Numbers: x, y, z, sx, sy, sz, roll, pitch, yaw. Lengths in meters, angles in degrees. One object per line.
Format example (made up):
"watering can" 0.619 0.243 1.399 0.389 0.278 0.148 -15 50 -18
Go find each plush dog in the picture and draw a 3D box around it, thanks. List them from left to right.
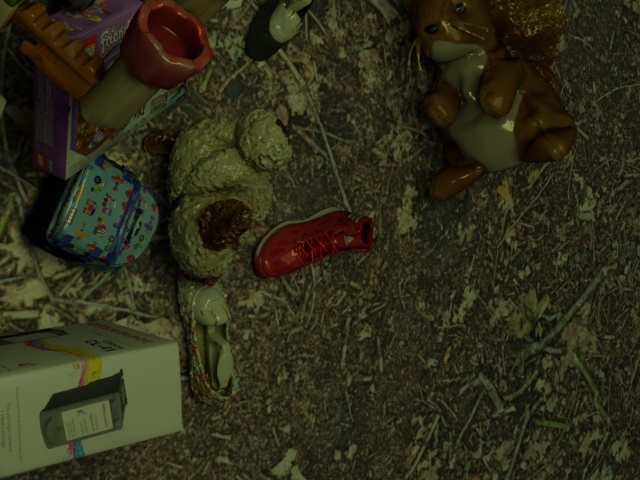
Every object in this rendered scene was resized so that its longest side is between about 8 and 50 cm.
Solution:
"plush dog" -0.163 -0.054 1.316 0.211 0.262 0.225 7 63 -11

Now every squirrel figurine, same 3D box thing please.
"squirrel figurine" 0.311 -0.338 1.704 0.370 0.281 0.397 59 44 -15

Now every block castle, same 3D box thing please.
"block castle" -0.274 -0.371 0.946 0.453 0.213 0.303 42 41 -16

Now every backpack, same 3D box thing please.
"backpack" -0.303 -0.032 1.259 0.173 0.117 0.158 33 73 -40

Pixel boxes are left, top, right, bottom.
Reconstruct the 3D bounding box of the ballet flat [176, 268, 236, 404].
"ballet flat" -0.169 0.146 1.412 0.091 0.077 0.240 -16 103 -38

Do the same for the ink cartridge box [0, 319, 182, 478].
"ink cartridge box" -0.366 0.196 1.150 0.306 0.226 0.131 -8 100 -41

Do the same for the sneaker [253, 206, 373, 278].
"sneaker" 0.000 0.000 1.509 0.221 0.128 0.087 -34 113 -35

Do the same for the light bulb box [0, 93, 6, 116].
"light bulb box" -0.554 -0.071 0.874 0.361 0.225 0.357 46 60 -70

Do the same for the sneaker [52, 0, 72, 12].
"sneaker" -0.277 -0.420 1.259 0.124 0.107 0.283 31 74 -32

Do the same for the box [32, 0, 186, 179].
"box" -0.265 -0.233 1.183 0.293 0.057 0.200 -51 162 -50

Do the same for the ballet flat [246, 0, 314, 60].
"ballet flat" -0.050 -0.381 1.475 0.074 0.074 0.203 46 65 -33
